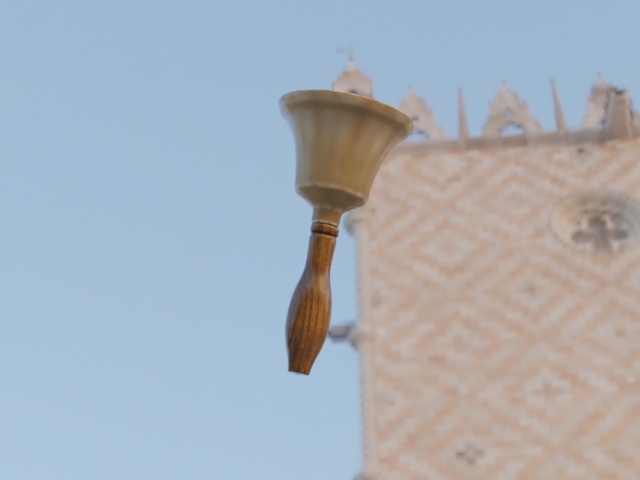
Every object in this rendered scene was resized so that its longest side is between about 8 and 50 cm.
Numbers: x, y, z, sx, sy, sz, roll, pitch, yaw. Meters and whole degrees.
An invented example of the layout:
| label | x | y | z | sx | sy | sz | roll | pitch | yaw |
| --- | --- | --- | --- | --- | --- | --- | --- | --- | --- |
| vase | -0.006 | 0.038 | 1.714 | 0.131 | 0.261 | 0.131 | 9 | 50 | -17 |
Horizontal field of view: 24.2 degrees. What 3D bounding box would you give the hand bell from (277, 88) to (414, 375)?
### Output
| label | x | y | z | sx | sy | sz | roll | pitch | yaw |
| --- | --- | --- | --- | --- | --- | --- | --- | --- | --- |
| hand bell | 0.000 | 0.000 | 1.332 | 0.126 | 0.242 | 0.126 | 11 | -12 | 2 |
